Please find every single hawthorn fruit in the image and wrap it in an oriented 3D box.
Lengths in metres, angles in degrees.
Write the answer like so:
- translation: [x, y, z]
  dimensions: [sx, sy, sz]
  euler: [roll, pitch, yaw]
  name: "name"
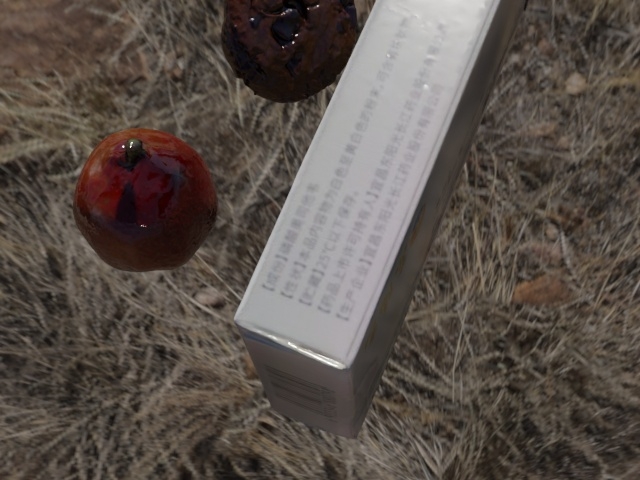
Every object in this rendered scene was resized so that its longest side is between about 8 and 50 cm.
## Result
- translation: [-0.203, -0.056, 1.213]
  dimensions: [0.169, 0.188, 0.169]
  euler: [0, 46, 0]
  name: "hawthorn fruit"

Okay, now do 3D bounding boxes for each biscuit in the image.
- translation: [-0.031, -0.250, 1.197]
  dimensions: [0.049, 0.192, 0.192]
  euler: [29, 79, 45]
  name: "biscuit"

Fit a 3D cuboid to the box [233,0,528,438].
- translation: [0.054, -0.066, 0.624]
  dimensions: [0.065, 0.200, 0.343]
  euler: [20, 72, 10]
  name: "box"
